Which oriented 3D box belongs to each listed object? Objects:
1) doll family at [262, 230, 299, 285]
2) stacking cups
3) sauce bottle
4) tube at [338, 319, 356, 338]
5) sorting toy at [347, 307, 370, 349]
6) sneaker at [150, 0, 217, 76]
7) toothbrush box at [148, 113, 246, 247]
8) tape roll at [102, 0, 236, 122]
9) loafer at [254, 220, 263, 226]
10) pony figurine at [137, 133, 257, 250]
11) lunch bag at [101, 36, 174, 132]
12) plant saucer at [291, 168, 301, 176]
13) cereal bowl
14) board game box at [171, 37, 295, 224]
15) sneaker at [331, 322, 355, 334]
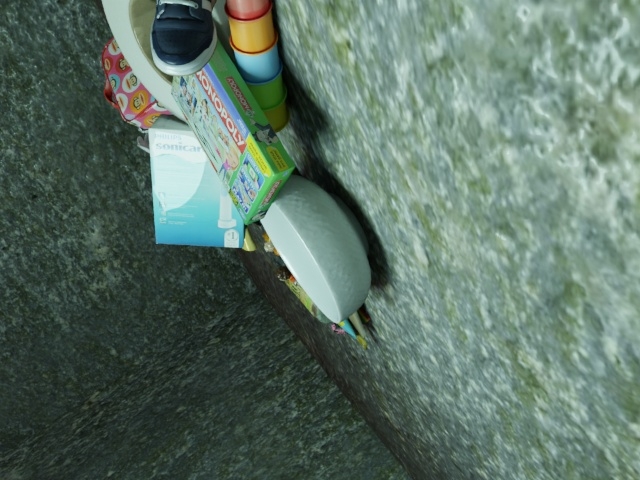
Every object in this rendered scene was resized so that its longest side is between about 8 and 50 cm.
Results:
[{"bbox_3d":[-0.068,0.022,1.392,0.163,0.118,0.263,16,-162,-23],"label":"doll family"},{"bbox_3d":[-0.109,-0.323,0.903,0.096,0.096,0.316,51,161,26],"label":"stacking cups"},{"bbox_3d":[-0.047,0.128,1.669,0.344,0.111,0.111,40,159,50],"label":"sauce bottle"},{"bbox_3d":[0.031,0.188,1.471,0.207,0.052,0.080,51,178,0],"label":"tube"},{"bbox_3d":[0.086,0.186,1.460,0.132,0.046,0.274,41,159,51],"label":"sorting toy"},{"bbox_3d":[-0.195,-0.388,0.770,0.153,0.099,0.282,102,175,-64],"label":"sneaker"},{"bbox_3d":[-0.286,-0.142,1.282,0.126,0.217,0.295,-95,9,-61],"label":"toothbrush box"},{"bbox_3d":[-0.285,-0.409,1.063,0.392,0.072,0.391,30,146,23],"label":"tape roll"},{"bbox_3d":[-0.126,-0.078,1.346,0.084,0.096,0.267,48,163,11],"label":"loafer"},{"bbox_3d":[-0.310,-0.177,1.501,0.351,0.303,0.363,25,123,41],"label":"pony figurine"},{"bbox_3d":[-0.497,-0.460,1.488,0.120,0.258,0.293,22,-139,-65],"label":"lunch bag"},{"bbox_3d":[-0.089,-0.137,1.352,0.277,0.041,0.278,53,167,18],"label":"plant saucer"},{"bbox_3d":[0.000,0.000,1.125,0.339,0.141,0.339,52,166,19],"label":"cereal bowl"},{"bbox_3d":[-0.171,-0.208,0.962,0.317,0.046,0.213,59,153,9],"label":"board game box"},{"bbox_3d":[0.073,0.292,1.738,0.047,0.057,0.119,63,164,-18],"label":"sneaker"}]
